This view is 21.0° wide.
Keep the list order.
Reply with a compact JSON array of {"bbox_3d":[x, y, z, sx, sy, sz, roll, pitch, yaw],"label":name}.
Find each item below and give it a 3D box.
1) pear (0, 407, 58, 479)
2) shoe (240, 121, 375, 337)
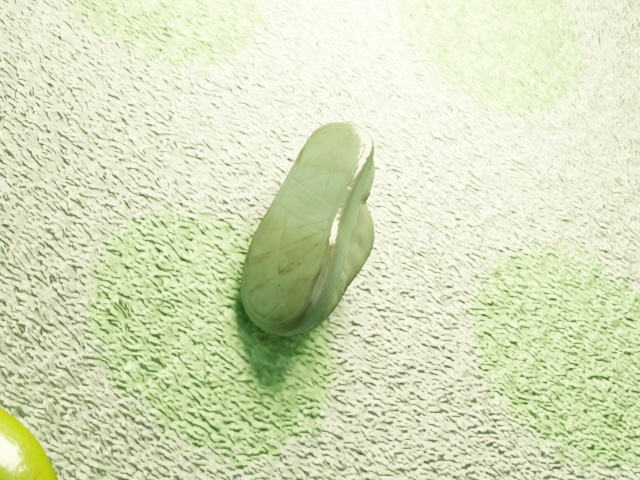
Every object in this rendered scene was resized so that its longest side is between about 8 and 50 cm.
[{"bbox_3d":[-0.310,0.203,1.352,0.219,0.187,0.187,37,47,6],"label":"pear"},{"bbox_3d":[0.000,0.000,1.749,0.100,0.103,0.251,58,44,-51],"label":"shoe"}]
